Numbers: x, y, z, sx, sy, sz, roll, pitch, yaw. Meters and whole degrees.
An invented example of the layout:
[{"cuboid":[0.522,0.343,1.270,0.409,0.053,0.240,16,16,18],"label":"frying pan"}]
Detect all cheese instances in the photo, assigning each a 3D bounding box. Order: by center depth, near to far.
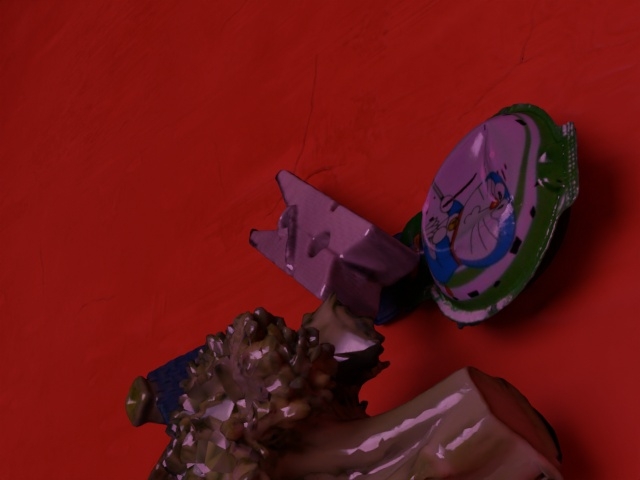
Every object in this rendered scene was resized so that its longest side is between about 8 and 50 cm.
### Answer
[{"cuboid":[0.129,-0.008,0.888,0.320,0.083,0.204,-37,41,54],"label":"cheese"}]

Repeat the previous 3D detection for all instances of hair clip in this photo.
[{"cuboid":[0.004,0.003,1.002,0.101,0.085,0.331,-54,21,-1],"label":"hair clip"}]

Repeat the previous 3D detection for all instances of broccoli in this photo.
[{"cuboid":[0.018,0.222,0.761,0.338,0.277,0.318,24,86,52],"label":"broccoli"}]

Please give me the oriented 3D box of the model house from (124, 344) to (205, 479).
[{"cuboid":[-0.109,0.220,1.015,0.195,0.189,0.214,-55,38,17],"label":"model house"}]
